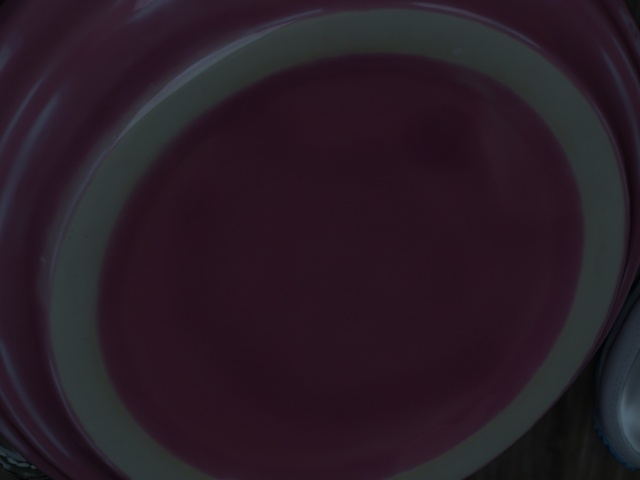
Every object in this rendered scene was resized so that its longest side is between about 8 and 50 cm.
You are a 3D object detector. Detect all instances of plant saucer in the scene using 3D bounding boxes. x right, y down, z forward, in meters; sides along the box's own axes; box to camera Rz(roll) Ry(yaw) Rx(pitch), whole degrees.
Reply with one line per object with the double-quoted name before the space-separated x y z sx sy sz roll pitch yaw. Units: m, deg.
"plant saucer" 0.000 0.000 0.847 0.332 0.084 0.332 -8 121 -13

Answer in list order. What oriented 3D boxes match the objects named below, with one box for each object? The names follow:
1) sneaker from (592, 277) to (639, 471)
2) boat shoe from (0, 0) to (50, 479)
"sneaker" 0.217 0.024 0.909 0.229 0.092 0.087 -43 99 9
"boat shoe" -0.155 -0.028 0.901 0.109 0.091 0.305 -9 101 3
